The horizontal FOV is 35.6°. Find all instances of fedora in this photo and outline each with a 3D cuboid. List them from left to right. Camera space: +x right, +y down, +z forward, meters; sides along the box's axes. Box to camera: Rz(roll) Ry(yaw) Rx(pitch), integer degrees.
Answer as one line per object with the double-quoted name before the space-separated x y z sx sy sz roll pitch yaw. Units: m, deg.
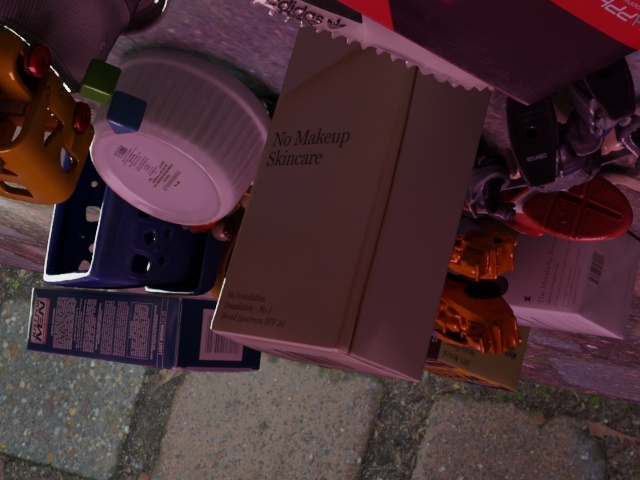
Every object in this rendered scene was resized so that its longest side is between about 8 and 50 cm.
"fedora" -0.267 -0.215 0.904 0.243 0.124 0.275 17 168 -13

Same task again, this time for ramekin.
"ramekin" -0.166 -0.109 1.146 0.207 0.109 0.207 18 149 11

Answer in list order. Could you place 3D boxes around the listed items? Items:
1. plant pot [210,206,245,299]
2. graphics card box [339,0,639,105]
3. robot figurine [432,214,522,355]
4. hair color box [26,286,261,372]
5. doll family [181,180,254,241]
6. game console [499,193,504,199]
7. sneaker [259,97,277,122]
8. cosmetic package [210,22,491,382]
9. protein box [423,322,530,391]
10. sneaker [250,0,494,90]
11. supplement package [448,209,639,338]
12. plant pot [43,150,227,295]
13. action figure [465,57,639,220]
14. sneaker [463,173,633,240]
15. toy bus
"plant pot" -0.126 0.017 1.669 0.205 0.205 0.188 26 180 -41
"graphics card box" 0.134 -0.197 0.399 0.232 0.094 0.371 23 152 -29
"robot figurine" 0.134 0.030 1.282 0.085 0.211 0.291 -22 -153 -30
"hair color box" -0.269 0.132 1.504 0.347 0.105 0.174 1 174 40
"doll family" -0.113 -0.095 1.360 0.163 0.118 0.263 27 146 -23
"game console" 0.137 -0.089 1.136 0.122 0.107 0.071 3 -162 44
"sneaker" -0.057 -0.145 1.193 0.043 0.040 0.109 1 175 -13
"cosmetic package" 0.033 -0.048 0.851 0.160 0.310 0.113 1 162 45
"protein box" 0.228 0.117 1.613 0.199 0.201 0.136 24 165 -37
"sneaker" 0.083 -0.191 0.639 0.293 0.102 0.146 7 146 -36
"supplement package" 0.284 0.041 1.349 0.244 0.139 0.134 3 165 44
"plant pot" -0.272 -0.031 1.519 0.212 0.236 0.236 14 170 -32
"action figure" 0.210 -0.078 0.871 0.185 0.099 0.285 -26 167 8
"sneaker" 0.277 -0.042 1.168 0.221 0.087 0.128 21 -177 39
"toy bus" -0.277 -0.105 0.863 0.202 0.104 0.191 25 158 -30
